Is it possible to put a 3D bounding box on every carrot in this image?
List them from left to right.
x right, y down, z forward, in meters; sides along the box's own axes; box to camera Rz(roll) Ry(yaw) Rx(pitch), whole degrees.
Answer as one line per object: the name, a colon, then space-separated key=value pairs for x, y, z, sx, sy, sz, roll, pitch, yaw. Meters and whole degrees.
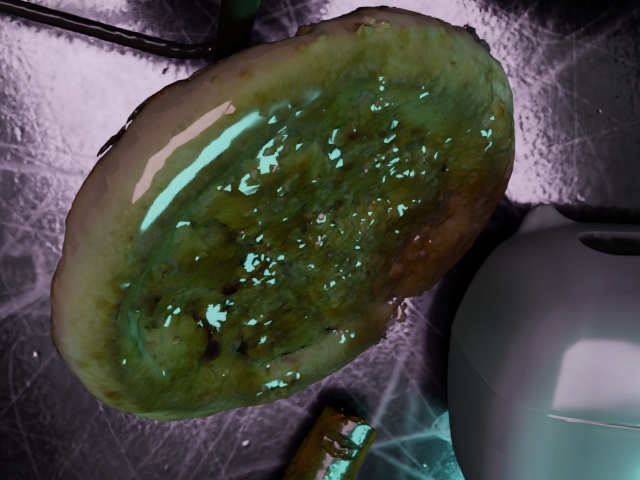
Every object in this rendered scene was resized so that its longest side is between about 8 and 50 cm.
carrot: x=-0.035 y=0.264 z=0.740 sx=0.070 sy=0.070 sz=0.260 roll=30 pitch=95 yaw=-7

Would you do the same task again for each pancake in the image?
pancake: x=-0.001 y=-0.001 z=0.589 sx=0.382 sy=0.382 sz=0.071 roll=-45 pitch=58 yaw=4

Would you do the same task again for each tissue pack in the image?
tissue pack: x=0.279 y=0.104 z=0.645 sx=0.333 sy=0.229 sz=0.235 roll=4 pitch=105 yaw=-4

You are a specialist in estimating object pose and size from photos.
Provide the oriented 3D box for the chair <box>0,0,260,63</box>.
chair: x=-0.138 y=-0.284 z=0.436 sx=0.365 sy=0.410 sz=0.361 roll=13 pitch=98 yaw=-19
